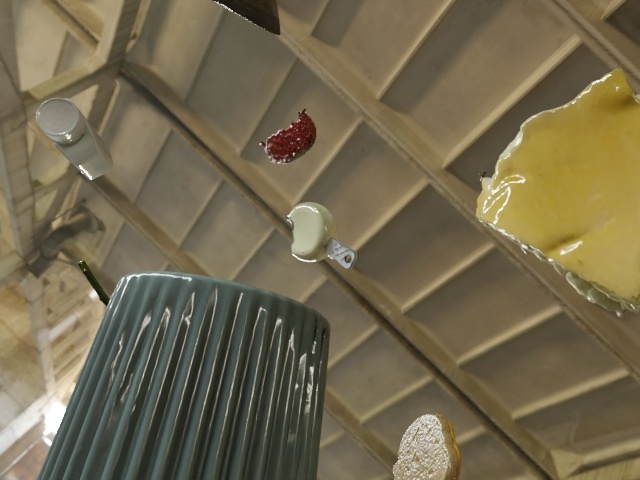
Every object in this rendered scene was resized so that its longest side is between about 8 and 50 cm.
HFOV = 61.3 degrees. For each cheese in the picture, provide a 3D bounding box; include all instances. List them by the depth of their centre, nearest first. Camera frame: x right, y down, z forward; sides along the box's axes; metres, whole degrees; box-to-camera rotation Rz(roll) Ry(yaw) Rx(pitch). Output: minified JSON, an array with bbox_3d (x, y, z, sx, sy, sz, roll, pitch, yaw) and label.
[{"bbox_3d":[0.009,-0.018,1.430,0.249,0.071,0.163,7,-93,45],"label":"cheese"}]

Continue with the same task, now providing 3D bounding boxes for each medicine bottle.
[{"bbox_3d":[-0.424,-0.180,0.936,0.119,0.069,0.183,60,-13,3],"label":"medicine bottle"}]

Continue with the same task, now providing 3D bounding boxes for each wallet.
[{"bbox_3d":[-0.165,-0.558,1.182,0.052,0.245,0.168,-16,-97,30],"label":"wallet"}]

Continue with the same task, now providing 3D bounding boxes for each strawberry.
[{"bbox_3d":[-0.068,-0.239,1.287,0.086,0.145,0.145,56,-35,-1],"label":"strawberry"}]

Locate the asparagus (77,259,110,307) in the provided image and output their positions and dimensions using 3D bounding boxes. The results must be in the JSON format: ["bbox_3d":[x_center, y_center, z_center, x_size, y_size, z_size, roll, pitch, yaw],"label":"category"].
[{"bbox_3d":[-0.297,0.098,0.774,0.016,0.016,0.162,-28,-77,14],"label":"asparagus"}]

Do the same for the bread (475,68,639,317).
[{"bbox_3d":[0.260,-0.061,0.506,0.211,0.224,0.184,35,3,41],"label":"bread"}]

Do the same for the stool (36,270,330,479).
[{"bbox_3d":[-0.134,0.225,0.573,0.297,0.330,0.297,10,-20,4],"label":"stool"}]

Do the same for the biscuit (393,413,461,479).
[{"bbox_3d":[0.200,0.413,0.999,0.050,0.170,0.170,26,-31,-16],"label":"biscuit"}]
